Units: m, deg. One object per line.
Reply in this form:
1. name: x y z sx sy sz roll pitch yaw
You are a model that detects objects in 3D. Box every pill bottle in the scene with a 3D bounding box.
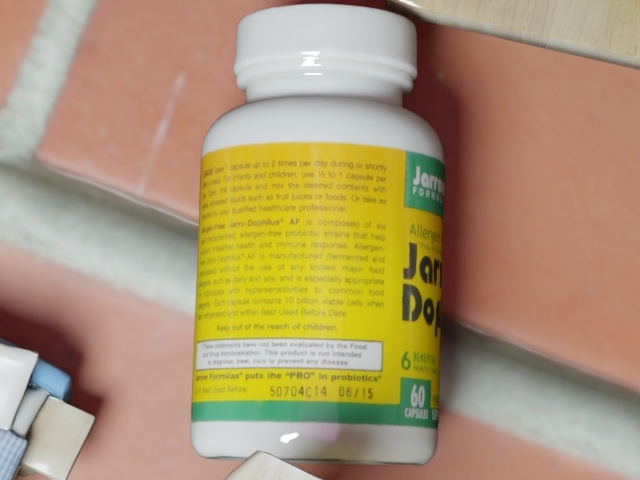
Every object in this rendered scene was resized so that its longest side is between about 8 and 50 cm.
1. pill bottle: 0.000 0.000 0.876 0.117 0.117 0.208 2 82 -2

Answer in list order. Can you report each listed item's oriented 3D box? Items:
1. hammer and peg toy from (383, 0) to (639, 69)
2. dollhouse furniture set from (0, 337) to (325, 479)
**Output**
1. hammer and peg toy: 0.183 -0.259 0.914 0.266 0.127 0.361 12 82 1
2. dollhouse furniture set: -0.181 0.162 0.780 0.303 0.198 0.286 26 70 2
